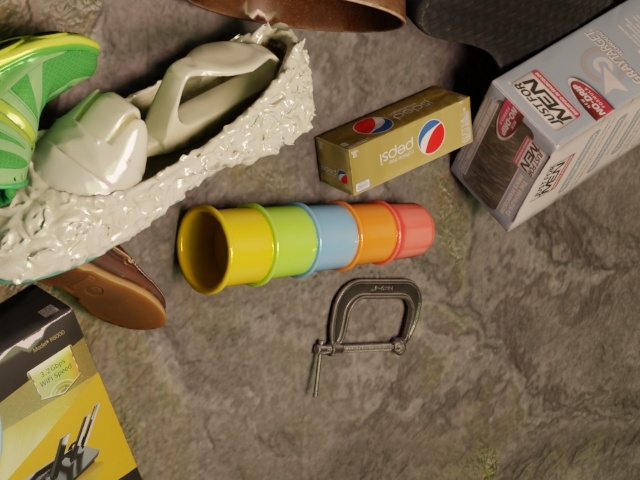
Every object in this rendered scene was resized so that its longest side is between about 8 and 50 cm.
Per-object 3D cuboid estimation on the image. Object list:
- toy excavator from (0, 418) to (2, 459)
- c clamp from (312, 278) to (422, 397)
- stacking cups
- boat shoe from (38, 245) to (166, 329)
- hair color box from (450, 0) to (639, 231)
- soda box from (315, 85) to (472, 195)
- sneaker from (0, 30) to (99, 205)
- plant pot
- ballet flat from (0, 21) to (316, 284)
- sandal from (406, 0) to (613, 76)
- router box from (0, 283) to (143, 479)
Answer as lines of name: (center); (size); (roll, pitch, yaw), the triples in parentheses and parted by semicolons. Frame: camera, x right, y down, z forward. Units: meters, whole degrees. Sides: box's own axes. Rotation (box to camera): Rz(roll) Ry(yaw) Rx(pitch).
toy excavator: (-0.364, 0.225, 1.292); (0.445, 0.222, 0.433); (21, 91, -48)
c clamp: (0.056, 0.108, 1.825); (0.160, 0.022, 0.137); (-6, 106, -37)
stacking cups: (0.000, 0.000, 1.675); (0.316, 0.096, 0.096); (-4, 111, -39)
boat shoe: (-0.221, 0.023, 1.515); (0.207, 0.073, 0.073); (40, 40, -49)
hair color box: (0.344, -0.180, 1.831); (0.374, 0.113, 0.185); (-32, 161, -27)
soda box: (0.085, -0.114, 1.725); (0.181, 0.061, 0.058); (-25, 122, -31)
sneaker: (-0.296, -0.095, 1.332); (0.295, 0.109, 0.123); (-44, 122, -45)
plant pot: (-0.011, -0.333, 1.474); (0.215, 0.215, 0.230); (7, 90, -42)
ballet flat: (-0.164, -0.106, 1.454); (0.409, 0.147, 0.147); (-33, 126, -36)
sandal: (0.204, -0.278, 1.682); (0.167, 0.107, 0.446); (-42, 159, 16)
router box: (-0.343, 0.226, 1.486); (0.309, 0.081, 0.243); (-34, 126, -25)
